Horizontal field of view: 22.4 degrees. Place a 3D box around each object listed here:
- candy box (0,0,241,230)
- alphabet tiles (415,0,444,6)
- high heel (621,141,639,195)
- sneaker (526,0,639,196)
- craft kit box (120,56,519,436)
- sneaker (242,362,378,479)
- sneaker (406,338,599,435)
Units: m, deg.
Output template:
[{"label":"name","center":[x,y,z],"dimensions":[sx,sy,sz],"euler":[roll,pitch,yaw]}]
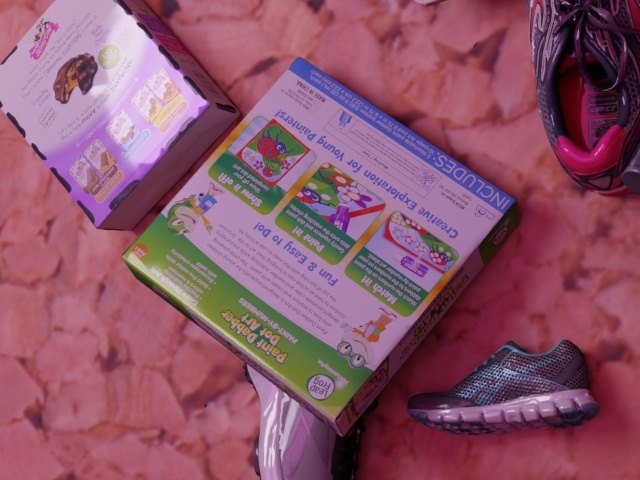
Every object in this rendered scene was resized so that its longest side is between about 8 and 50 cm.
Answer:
[{"label":"candy box","center":[-0.201,-0.135,1.536],"dimensions":[0.165,0.070,0.196],"euler":[-45,72,15]},{"label":"alphabet tiles","center":[0.142,-0.346,1.372],"dimensions":[0.284,0.021,0.278],"euler":[-12,68,39]},{"label":"high heel","center":[0.388,-0.065,1.281],"dimensions":[0.261,0.093,0.186],"euler":[30,69,3]},{"label":"sneaker","center":[0.226,-0.189,1.330],"dimensions":[0.121,0.112,0.299],"euler":[-13,81,23]},{"label":"craft kit box","center":[0.000,0.000,1.399],"dimensions":[0.250,0.061,0.246],"euler":[36,74,22]},{"label":"sneaker","center":[0.001,0.163,1.418],"dimensions":[0.108,0.100,0.271],"euler":[-11,82,18]},{"label":"sneaker","center":[0.154,0.124,1.380],"dimensions":[0.166,0.065,0.076],"euler":[-7,68,20]}]
